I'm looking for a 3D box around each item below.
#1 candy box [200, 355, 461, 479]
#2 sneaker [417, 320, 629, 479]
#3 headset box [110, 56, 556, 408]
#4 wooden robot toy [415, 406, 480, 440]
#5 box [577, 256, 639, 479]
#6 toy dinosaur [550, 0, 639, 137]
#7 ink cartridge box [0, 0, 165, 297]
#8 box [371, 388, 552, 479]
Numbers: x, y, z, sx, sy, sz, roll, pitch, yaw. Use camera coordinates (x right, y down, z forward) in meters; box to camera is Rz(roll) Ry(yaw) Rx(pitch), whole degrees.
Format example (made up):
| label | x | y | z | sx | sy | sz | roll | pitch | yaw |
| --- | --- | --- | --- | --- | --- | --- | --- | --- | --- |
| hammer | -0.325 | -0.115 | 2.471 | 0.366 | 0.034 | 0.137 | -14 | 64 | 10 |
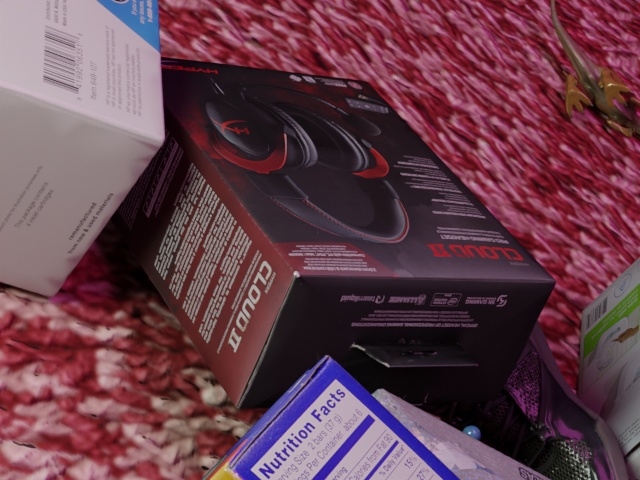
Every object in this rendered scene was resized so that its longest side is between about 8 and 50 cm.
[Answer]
| label | x | y | z | sx | sy | sz | roll | pitch | yaw |
| --- | --- | --- | --- | --- | --- | --- | --- | --- | --- |
| candy box | 0.022 | 0.263 | 0.825 | 0.317 | 0.268 | 0.122 | 43 | 34 | 4 |
| sneaker | 0.133 | 0.130 | 1.205 | 0.130 | 0.087 | 0.228 | 0 | 50 | -38 |
| headset box | 0.000 | 0.000 | 1.108 | 0.218 | 0.110 | 0.293 | 3 | 34 | -35 |
| wooden robot toy | 0.038 | 0.147 | 1.087 | 0.076 | 0.079 | 0.173 | 3 | 7 | -30 |
| box | 0.320 | 0.083 | 1.263 | 0.126 | 0.262 | 0.231 | 30 | 38 | -14 |
| toy dinosaur | 0.274 | -0.161 | 1.643 | 0.211 | 0.064 | 0.112 | 51 | 20 | -2 |
| ink cartridge box | -0.241 | -0.104 | 1.043 | 0.232 | 0.168 | 0.171 | 19 | 42 | -26 |
| box | 0.090 | 0.232 | 0.998 | 0.247 | 0.163 | 0.142 | 29 | 41 | -15 |
